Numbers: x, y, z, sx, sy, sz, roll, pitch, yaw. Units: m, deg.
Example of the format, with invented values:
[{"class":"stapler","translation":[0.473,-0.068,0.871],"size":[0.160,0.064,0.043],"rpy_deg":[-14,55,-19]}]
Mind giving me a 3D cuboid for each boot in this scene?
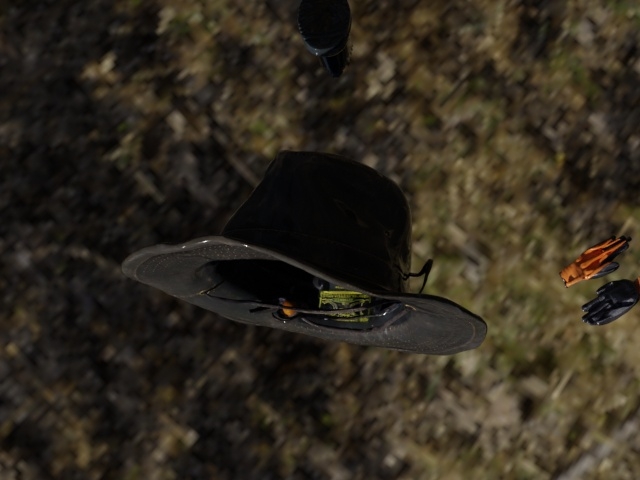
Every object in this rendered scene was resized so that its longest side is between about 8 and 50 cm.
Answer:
[{"class":"boot","translation":[0.006,-0.178,1.701],"size":[0.045,0.121,0.099],"rpy_deg":[-10,143,2]}]

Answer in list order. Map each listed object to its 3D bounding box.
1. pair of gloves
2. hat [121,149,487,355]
[{"class":"pair of gloves","translation":[0.259,0.036,1.804],"size":[0.074,0.083,0.010],"rpy_deg":[-34,137,14]},{"class":"hat","translation":[0.000,0.000,1.702],"size":[0.331,0.134,0.331],"rpy_deg":[12,169,2]}]
